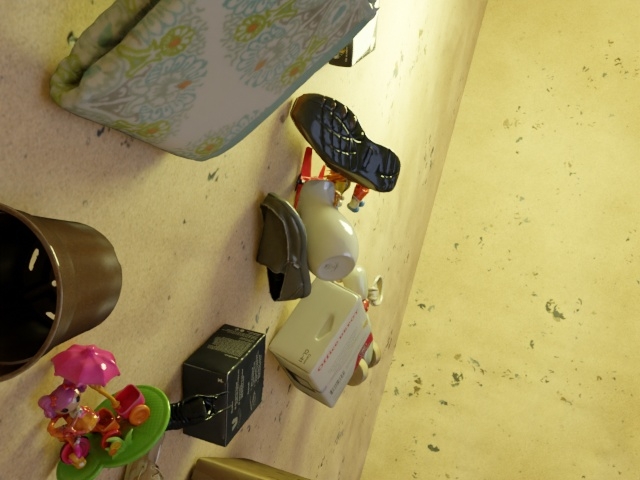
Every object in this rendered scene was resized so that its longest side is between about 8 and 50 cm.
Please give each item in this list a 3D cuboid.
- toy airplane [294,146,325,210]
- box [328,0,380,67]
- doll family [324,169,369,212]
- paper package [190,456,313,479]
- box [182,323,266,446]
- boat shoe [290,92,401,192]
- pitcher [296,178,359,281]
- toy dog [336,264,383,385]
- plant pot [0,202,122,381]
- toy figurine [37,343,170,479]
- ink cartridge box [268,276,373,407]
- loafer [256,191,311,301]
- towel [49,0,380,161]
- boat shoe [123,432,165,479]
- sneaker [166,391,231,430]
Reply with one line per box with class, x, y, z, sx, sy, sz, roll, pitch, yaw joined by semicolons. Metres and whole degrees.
toy airplane;-0.023;-0.133;1.596;0.151;0.028;0.151;15;90;-73
box;0.080;-0.520;1.582;0.183;0.056;0.231;-51;150;-54
doll family;0.036;-0.085;1.695;0.163;0.118;0.263;109;7;-58
paper package;-0.085;0.561;1.435;0.309;0.324;0.168;50;55;-67
box;-0.175;0.262;1.312;0.158;0.093;0.156;-44;143;-61
boat shoe;0.041;-0.199;1.543;0.324;0.119;0.123;36;73;-41
pitcher;0.000;0.000;1.529;0.178;0.125;0.207;112;-29;-42
toy dog;0.071;0.243;2.032;0.220;0.160;0.334;25;66;-64
plant pot;-0.292;0.043;0.714;0.165;0.166;0.167;-11;114;-80
toy figurine;-0.302;0.209;0.916;0.173;0.130;0.159;-40;133;-22
ink cartridge box;0.012;0.255;1.761;0.226;0.131;0.306;-55;155;-19
loafer;-0.080;0.024;1.422;0.087;0.094;0.251;-28;123;-26
towel;-0.107;-0.259;0.884;0.374;0.090;0.320;-41;162;10
boat shoe;-0.279;0.382;1.137;0.063;0.059;0.170;66;41;-62
sneaker;-0.222;0.275;1.146;0.170;0.089;0.051;19;50;-64
